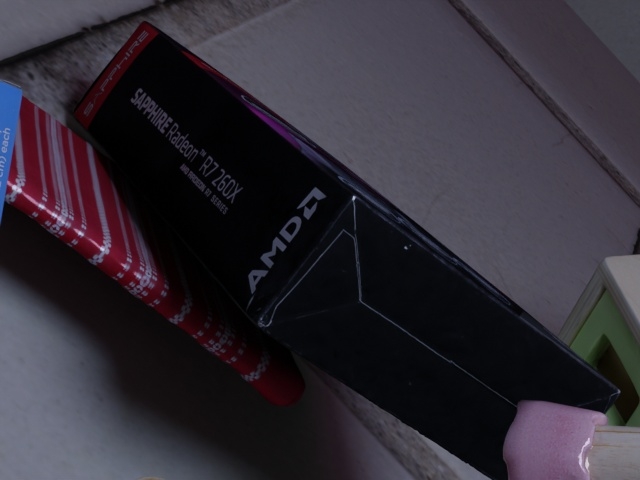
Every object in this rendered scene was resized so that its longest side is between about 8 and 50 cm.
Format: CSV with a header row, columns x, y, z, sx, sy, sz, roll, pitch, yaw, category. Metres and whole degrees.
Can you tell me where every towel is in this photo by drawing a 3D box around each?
x,y,z,sx,sy,sz,roll,pitch,yaw,category
-0.130,-0.011,1.003,0.275,0.031,0.199,37,9,-22,towel

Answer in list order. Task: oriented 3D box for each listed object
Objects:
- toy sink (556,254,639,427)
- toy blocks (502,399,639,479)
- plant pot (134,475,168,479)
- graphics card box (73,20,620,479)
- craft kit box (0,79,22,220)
x,y,z,sx,sy,sz,roll,pitch,yaw,category
0.263,0.142,1.342,0.131,0.234,0.152,-3,50,-24,toy sink
0.108,0.272,0.849,0.309,0.260,0.288,57,40,-48,toy blocks
-0.066,0.217,0.672,0.236,0.032,0.236,-12,90,-78,plant pot
0.000,0.000,1.030,0.233,0.094,0.371,36,5,-31,graphics card box
-0.241,0.023,0.621,0.247,0.061,0.249,23,70,-49,craft kit box
